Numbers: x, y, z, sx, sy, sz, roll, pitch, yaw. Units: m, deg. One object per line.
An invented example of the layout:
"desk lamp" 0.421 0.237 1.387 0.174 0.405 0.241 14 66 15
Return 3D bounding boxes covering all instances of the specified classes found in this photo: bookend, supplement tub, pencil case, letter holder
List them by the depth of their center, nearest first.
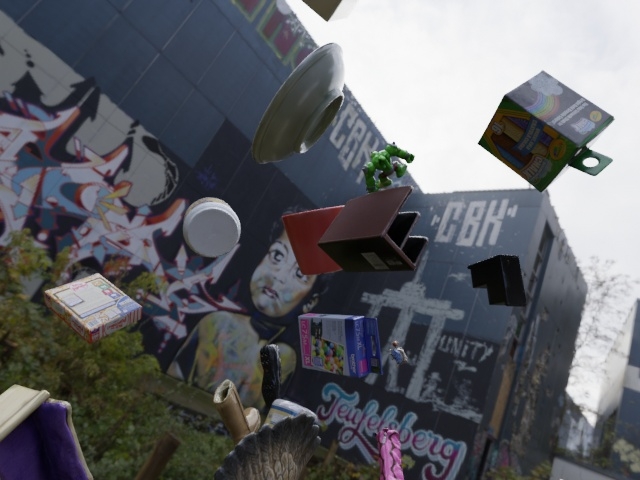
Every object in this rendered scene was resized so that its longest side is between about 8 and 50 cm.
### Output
"supplement tub" -0.105 0.573 1.197 0.145 0.199 0.144 18 -29 11
"letter holder" 0.174 -0.031 1.284 0.152 0.214 0.302 45 -27 -23
"bookend" 0.543 0.138 1.304 0.073 0.157 0.156 4 -19 -18
"pencil case" 0.231 0.743 1.400 0.095 0.209 0.098 -5 -52 4
"supplement tub" -0.482 -0.059 1.859 0.241 0.241 0.331 33 -1 -20

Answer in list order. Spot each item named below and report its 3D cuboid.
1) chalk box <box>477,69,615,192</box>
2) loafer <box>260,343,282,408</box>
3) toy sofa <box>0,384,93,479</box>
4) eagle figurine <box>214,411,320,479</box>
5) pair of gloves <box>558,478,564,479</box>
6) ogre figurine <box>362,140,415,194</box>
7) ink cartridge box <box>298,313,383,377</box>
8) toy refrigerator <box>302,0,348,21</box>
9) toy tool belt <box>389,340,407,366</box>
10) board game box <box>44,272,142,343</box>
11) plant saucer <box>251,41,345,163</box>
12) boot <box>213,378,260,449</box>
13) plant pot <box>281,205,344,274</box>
"chalk box" 0.605 -0.266 1.099 0.289 0.180 0.179 48 -23 20
"loafer" -0.167 0.485 1.507 0.076 0.223 0.078 -15 -16 33
"toy sofa" -0.755 0.575 1.107 0.177 0.150 0.362 10 -63 13
"eagle figurine" -0.069 0.387 0.501 0.226 0.298 0.225 32 22 -31
"pair of gloves" 0.704 0.722 1.035 0.204 0.042 0.240 18 15 14
"ogre figurine" 0.217 -0.244 1.388 0.197 0.096 0.118 -29 -49 15
"ink cartridge box" 0.056 0.340 1.380 0.311 0.185 0.065 -7 -2 42
"toy refrigerator" 0.037 -0.683 1.161 0.102 0.269 0.094 38 -58 -7
"toy tool belt" 0.273 0.408 1.512 0.083 0.051 0.052 63 -34 13
"board game box" -0.591 0.169 1.097 0.194 0.147 0.045 29 -61 23
"plant saucer" -0.035 -0.363 1.214 0.101 0.400 0.400 39 -21 2
"boot" -0.322 0.659 1.653 0.236 0.089 0.269 -97 171 -71
"plant pot" 0.000 0.000 1.652 0.275 0.242 0.275 -9 4 1
